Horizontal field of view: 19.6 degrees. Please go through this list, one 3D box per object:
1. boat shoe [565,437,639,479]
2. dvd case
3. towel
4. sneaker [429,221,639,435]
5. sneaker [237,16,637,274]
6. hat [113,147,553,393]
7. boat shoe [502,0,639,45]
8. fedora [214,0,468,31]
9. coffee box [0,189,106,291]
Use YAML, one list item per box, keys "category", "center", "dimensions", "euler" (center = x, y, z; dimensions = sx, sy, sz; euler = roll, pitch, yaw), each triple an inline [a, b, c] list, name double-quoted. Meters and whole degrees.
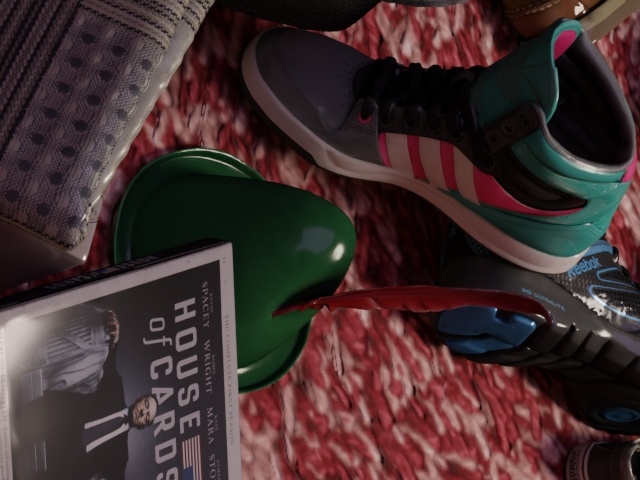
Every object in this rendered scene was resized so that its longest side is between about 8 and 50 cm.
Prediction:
- category: "boat shoe"
  center: [0.297, 0.204, 1.538]
  dimensions: [0.219, 0.070, 0.077]
  euler: [12, 68, -44]
- category: "dvd case"
  center: [-0.129, 0.107, 1.092]
  dimensions: [0.239, 0.030, 0.179]
  euler: [-17, 109, -53]
- category: "towel"
  center: [-0.209, -0.181, 1.027]
  dimensions: [0.312, 0.056, 0.324]
  euler: [23, 62, 0]
- category: "sneaker"
  center: [0.229, 0.058, 1.477]
  dimensions: [0.341, 0.125, 0.139]
  euler: [31, 54, -38]
- category: "sneaker"
  center: [0.101, -0.099, 1.297]
  dimensions: [0.296, 0.178, 0.123]
  euler: [27, 49, -11]
- category: "hat"
  center: [0.000, 0.000, 1.206]
  dimensions: [0.208, 0.184, 0.173]
  euler: [-7, 81, -48]
- category: "boat shoe"
  center: [0.258, -0.268, 1.632]
  dimensions: [0.307, 0.111, 0.104]
  euler: [-44, 110, -45]
- category: "fedora"
  center: [-0.034, -0.254, 1.254]
  dimensions: [0.334, 0.152, 0.334]
  euler: [19, 48, -23]
- category: "coffee box"
  center: [-0.191, -0.112, 1.104]
  dimensions: [0.141, 0.098, 0.246]
  euler: [34, 53, -35]
